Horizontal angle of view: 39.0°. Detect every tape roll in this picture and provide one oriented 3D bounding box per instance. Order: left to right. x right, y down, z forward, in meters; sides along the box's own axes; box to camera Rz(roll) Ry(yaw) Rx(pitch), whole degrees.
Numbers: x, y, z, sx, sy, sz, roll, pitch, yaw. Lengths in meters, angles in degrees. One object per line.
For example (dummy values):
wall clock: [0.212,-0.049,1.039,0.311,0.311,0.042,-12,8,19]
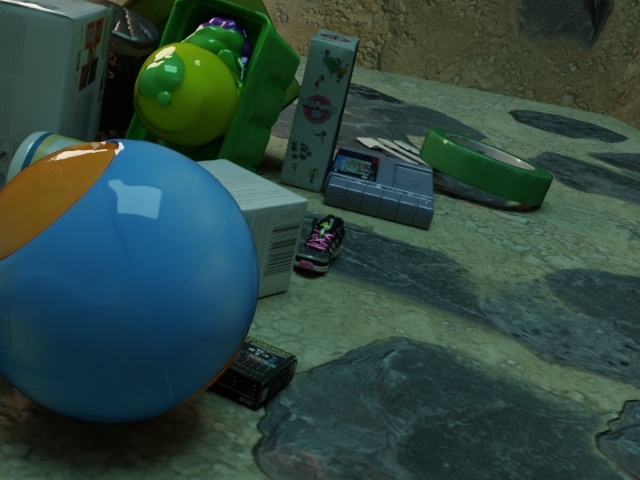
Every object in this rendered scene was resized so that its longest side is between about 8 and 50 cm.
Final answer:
tape roll: [0.400,-0.181,2.191,0.321,0.077,0.321,19,15,-5]

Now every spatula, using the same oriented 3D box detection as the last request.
spatula: [0.220,-0.225,2.353,0.168,0.019,0.242,5,21,-37]

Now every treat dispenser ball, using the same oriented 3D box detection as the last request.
treat dispenser ball: [-0.206,0.041,0.921,0.288,0.288,0.288,12,19,-4]

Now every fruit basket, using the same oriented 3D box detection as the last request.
fruit basket: [-0.234,-0.253,1.597,0.283,0.392,0.392,27,24,34]

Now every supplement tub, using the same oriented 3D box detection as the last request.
supplement tub: [-0.350,-0.073,1.354,0.199,0.144,0.144,15,19,4]

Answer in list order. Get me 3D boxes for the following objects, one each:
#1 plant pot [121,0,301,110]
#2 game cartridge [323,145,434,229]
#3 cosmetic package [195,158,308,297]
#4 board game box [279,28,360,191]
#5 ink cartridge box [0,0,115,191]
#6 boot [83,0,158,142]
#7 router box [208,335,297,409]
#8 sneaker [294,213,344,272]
plant pot: [-0.230,-0.387,1.924,0.353,0.366,0.366,53,16,-11]
game cartridge: [0.131,-0.126,1.956,0.230,0.068,0.355,18,19,0]
cosmetic package: [-0.144,-0.017,1.325,0.183,0.151,0.151,26,23,34]
board game box: [0.002,-0.281,1.923,0.097,0.303,0.224,14,19,1]
ink cartridge box: [-0.458,-0.251,1.526,0.130,0.309,0.272,13,19,-2]
boot: [-0.501,-0.355,1.770,0.377,0.284,0.138,25,39,9]
router box: [-0.102,0.146,1.072,0.122,0.038,0.092,21,21,19]
sneaker: [0.000,0.000,1.489,0.063,0.075,0.170,18,20,13]
